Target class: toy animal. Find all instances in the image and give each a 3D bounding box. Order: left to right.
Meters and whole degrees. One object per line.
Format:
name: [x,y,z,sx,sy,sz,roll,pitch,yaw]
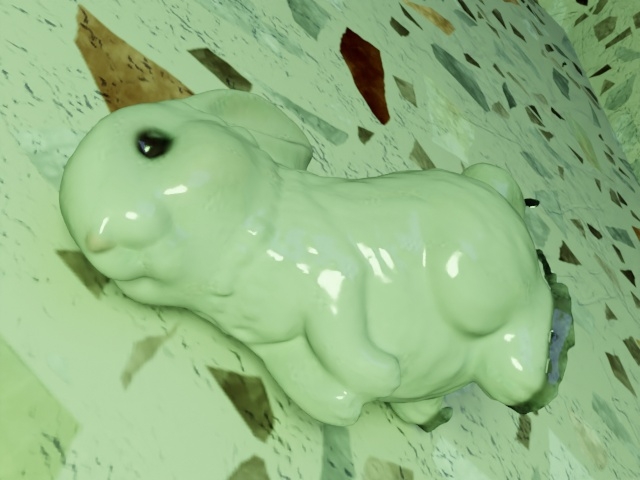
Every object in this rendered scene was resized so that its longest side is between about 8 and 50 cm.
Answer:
toy animal: [0.000,0.000,0.517,0.357,0.194,0.258,28,49,-19]
